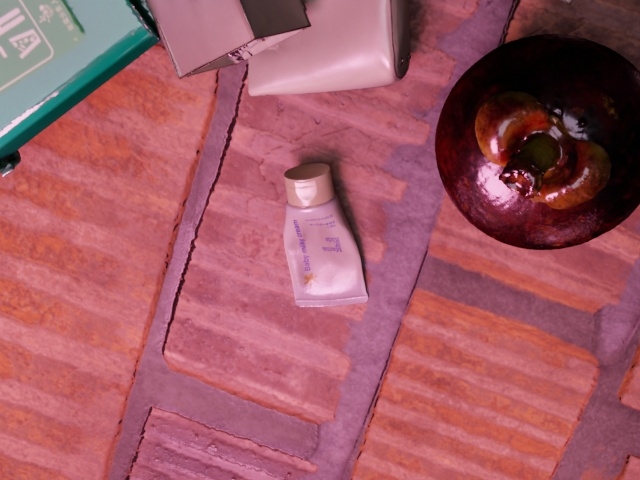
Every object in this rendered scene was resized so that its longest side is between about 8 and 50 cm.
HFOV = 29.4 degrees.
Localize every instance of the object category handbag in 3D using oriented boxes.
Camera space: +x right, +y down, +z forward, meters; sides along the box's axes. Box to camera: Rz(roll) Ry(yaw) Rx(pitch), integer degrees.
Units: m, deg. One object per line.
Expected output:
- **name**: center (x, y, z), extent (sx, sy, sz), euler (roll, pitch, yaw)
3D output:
- **handbag**: center (-0.032, -0.318, 1.710), extent (0.315, 0.109, 0.241), euler (2, 105, 15)

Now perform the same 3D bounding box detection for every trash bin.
- **trash bin**: center (-0.416, -0.265, 1.727), extent (0.381, 0.295, 0.259), euler (-31, 97, 7)

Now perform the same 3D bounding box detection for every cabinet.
- **cabinet**: center (-0.137, -0.347, 1.640), extent (0.145, 0.150, 0.206), euler (-20, 95, 36)

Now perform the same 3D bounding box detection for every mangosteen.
- **mangosteen**: center (0.291, -0.135, 1.599), extent (0.297, 0.293, 0.297), euler (-14, 62, 29)

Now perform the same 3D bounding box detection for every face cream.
- **face cream**: center (0.000, 0.000, 1.818), extent (0.114, 0.070, 0.224), euler (-4, 113, 13)

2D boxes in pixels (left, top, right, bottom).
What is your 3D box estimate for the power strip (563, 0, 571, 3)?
- **power strip**: center (0.227, -0.416, 1.633), extent (0.288, 0.093, 0.053), euler (34, 112, 0)
